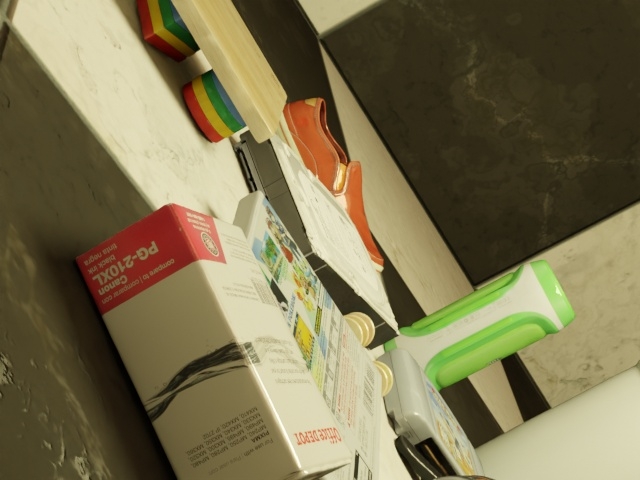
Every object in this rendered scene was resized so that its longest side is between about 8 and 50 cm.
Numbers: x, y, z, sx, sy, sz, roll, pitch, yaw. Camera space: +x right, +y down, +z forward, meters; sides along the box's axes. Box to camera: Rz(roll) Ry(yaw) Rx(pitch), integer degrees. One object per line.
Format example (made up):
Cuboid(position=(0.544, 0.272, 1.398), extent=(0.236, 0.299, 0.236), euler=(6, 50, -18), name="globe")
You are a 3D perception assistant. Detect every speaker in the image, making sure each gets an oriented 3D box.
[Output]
Cuboid(position=(0.258, 0.146, 1.941), extent=(0.131, 0.296, 0.131), euler=(58, 11, -18), name="speaker")

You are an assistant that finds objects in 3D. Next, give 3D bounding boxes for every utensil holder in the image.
Cuboid(position=(0.472, 0.418, 2.018), extent=(0.328, 0.385, 0.327), euler=(59, 11, -19), name="utensil holder")

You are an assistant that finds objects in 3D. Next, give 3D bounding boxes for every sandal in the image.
Cuboid(position=(0.160, 0.353, 1.684), extent=(0.179, 0.040, 0.067), euler=(47, 5, 3), name="sandal")

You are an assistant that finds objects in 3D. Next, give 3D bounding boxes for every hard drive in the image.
Cuboid(position=(0.000, 0.000, 1.746), extent=(0.339, 0.064, 0.237), euler=(44, 20, -55), name="hard drive")

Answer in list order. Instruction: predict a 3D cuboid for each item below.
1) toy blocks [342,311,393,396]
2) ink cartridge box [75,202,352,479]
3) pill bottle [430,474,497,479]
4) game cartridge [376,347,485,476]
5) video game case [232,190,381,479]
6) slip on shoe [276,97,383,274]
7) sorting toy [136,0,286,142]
Cuboid(position=(0.062, 0.159, 1.651), extent=(0.123, 0.054, 0.148), euler=(62, 10, 6), name="toy blocks")
Cuboid(position=(-0.083, 0.103, 0.993), extent=(0.237, 0.100, 0.172), euler=(63, 11, 13), name="ink cartridge box")
Cuboid(position=(0.173, 0.356, 1.467), extent=(0.130, 0.130, 0.245), euler=(65, 11, 17), name="pill bottle")
Cuboid(position=(0.183, 0.312, 1.842), extent=(0.297, 0.062, 0.198), euler=(56, 16, -27), name="game cartridge")
Cuboid(position=(-0.020, 0.135, 1.311), extent=(0.300, 0.036, 0.329), euler=(57, 17, -21), name="video game case")
Cuboid(position=(0.029, -0.093, 2.012), extent=(0.331, 0.101, 0.123), euler=(64, 9, 5), name="slip on shoe")
Cuboid(position=(-0.155, -0.257, 1.597), extent=(0.257, 0.089, 0.255), euler=(59, 11, -15), name="sorting toy")
